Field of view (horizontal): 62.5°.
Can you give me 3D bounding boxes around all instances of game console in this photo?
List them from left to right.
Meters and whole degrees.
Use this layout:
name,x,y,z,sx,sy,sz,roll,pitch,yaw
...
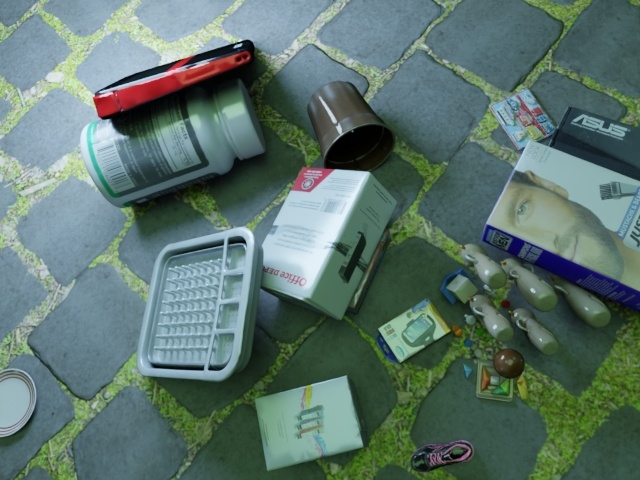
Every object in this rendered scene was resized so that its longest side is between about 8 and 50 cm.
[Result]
name,x,y,z,sx,sy,sz,roll,pitch,yaw
game console,-0.310,-0.372,1.191,0.342,0.060,0.386,-16,25,0

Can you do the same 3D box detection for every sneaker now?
name,x,y,z,sx,sy,sz,roll,pitch,yaw
sneaker,0.219,0.388,0.951,0.120,0.057,0.047,-18,71,4

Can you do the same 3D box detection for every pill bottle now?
name,x,y,z,sx,sy,sz,roll,pitch,yaw
pill bottle,-0.319,-0.220,1.183,0.362,0.204,0.204,-18,69,3

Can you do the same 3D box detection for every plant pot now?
name,x,y,z,sx,sy,sz,roll,pitch,yaw
plant pot,0.056,-0.250,1.161,0.167,0.167,0.165,-23,60,1

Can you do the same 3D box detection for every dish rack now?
name,x,y,z,sx,sy,sz,roll,pitch,yaw
dish rack,-0.232,0.133,1.050,0.333,0.072,0.285,-10,67,40

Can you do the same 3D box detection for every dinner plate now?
name,x,y,z,sx,sy,sz,roll,pitch,yaw
dinner plate,-0.675,0.350,1.140,0.141,0.017,0.141,-3,69,8

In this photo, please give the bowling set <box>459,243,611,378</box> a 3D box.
name,x,y,z,sx,sy,sz,roll,pitch,yaw
bowling set,0.346,0.132,0.969,0.287,0.154,0.199,23,109,-15

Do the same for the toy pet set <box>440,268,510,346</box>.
name,x,y,z,sx,sy,sz,roll,pitch,yaw
toy pet set,0.287,0.123,1.045,0.122,0.065,0.114,-44,104,-4

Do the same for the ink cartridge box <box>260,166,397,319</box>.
name,x,y,z,sx,sy,sz,roll,pitch,yaw
ink cartridge box,0.000,0.000,1.056,0.197,0.114,0.272,12,70,46

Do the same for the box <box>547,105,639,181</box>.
name,x,y,z,sx,sy,sz,roll,pitch,yaw
box,0.603,-0.051,1.020,0.395,0.097,0.318,26,76,18

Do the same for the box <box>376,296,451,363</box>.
name,x,y,z,sx,sy,sz,roll,pitch,yaw
box,0.179,0.183,1.047,0.136,0.028,0.081,-31,69,-4

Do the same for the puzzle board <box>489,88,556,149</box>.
name,x,y,z,sx,sy,sz,roll,pitch,yaw
puzzle board,0.450,-0.271,1.171,0.097,0.011,0.128,-25,68,0

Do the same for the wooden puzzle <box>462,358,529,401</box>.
name,x,y,z,sx,sy,sz,roll,pitch,yaw
wooden puzzle,0.332,0.264,0.999,0.117,0.014,0.078,-2,70,10

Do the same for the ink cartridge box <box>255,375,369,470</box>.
name,x,y,z,sx,sy,sz,roll,pitch,yaw
ink cartridge box,-0.012,0.335,0.971,0.176,0.128,0.127,-14,69,4

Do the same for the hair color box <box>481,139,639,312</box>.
name,x,y,z,sx,sy,sz,roll,pitch,yaw
hair color box,0.483,-0.020,0.927,0.339,0.110,0.185,26,80,19

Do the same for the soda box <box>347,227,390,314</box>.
name,x,y,z,sx,sy,sz,roll,pitch,yaw
soda box,0.084,0.055,1.090,0.058,0.063,0.183,22,75,17
